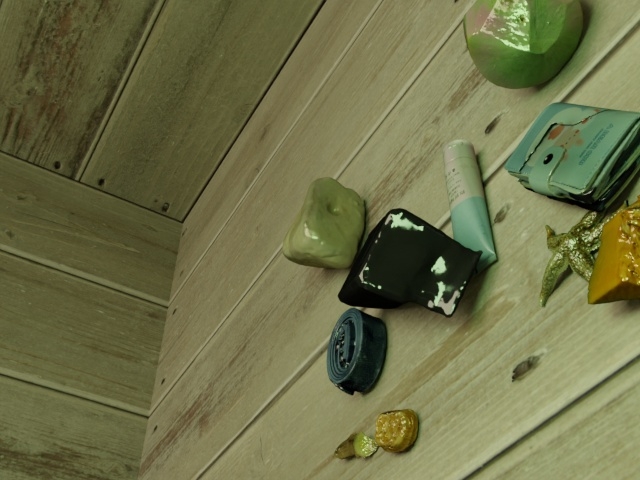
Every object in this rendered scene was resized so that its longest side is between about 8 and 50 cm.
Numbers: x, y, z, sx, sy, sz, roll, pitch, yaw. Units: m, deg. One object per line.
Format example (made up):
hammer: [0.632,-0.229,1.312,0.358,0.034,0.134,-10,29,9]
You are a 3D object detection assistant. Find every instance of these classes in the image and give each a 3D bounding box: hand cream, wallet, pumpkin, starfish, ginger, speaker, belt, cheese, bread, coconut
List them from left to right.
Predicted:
cheese: [0.002,0.001,2.098,0.251,0.174,0.248,-56,15,26]
ginger: [0.071,0.425,1.691,0.137,0.044,0.057,-36,55,57]
belt: [0.080,0.245,1.791,0.141,0.082,0.190,-45,30,40]
bread: [0.145,0.365,1.565,0.111,0.044,0.083,-27,46,56]
speaker: [0.166,0.068,1.657,0.180,0.184,0.388,-62,1,-10]
hand cream: [0.298,-0.064,1.625,0.111,0.070,0.312,-43,40,45]
coconut: [0.379,-0.400,1.548,0.236,0.236,0.204,-101,4,-56]
starfish: [0.407,0.017,1.290,0.223,0.050,0.217,-64,28,25]
wallet: [0.424,-0.144,1.341,0.176,0.075,0.250,-53,22,0]
pumpkin: [0.460,0.008,1.073,0.248,0.126,0.131,115,163,-71]
